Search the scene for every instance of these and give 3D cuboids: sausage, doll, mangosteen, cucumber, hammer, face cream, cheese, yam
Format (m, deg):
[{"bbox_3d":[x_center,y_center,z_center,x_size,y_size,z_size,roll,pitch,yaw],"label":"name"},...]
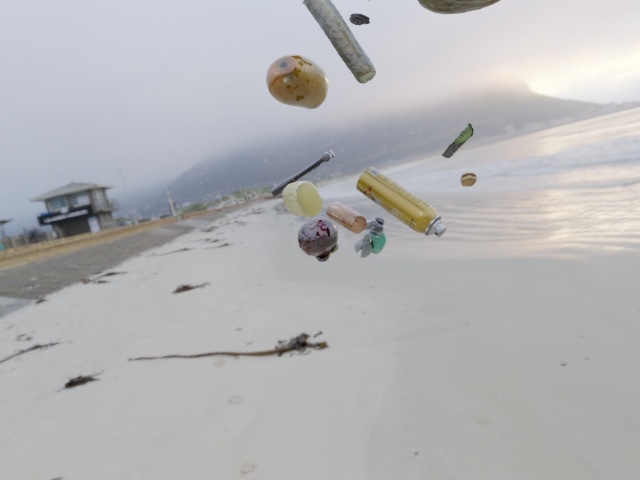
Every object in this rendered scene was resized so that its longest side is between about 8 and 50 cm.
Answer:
[{"bbox_3d":[0.109,-0.116,2.418,0.109,0.108,0.270,-16,27,-24],"label":"sausage"},{"bbox_3d":[0.262,-0.037,2.539,0.153,0.258,0.195,25,37,14],"label":"doll"},{"bbox_3d":[0.000,0.000,2.026,0.166,0.180,0.166,-25,35,19],"label":"mangosteen"},{"bbox_3d":[0.519,-0.368,1.950,0.070,0.046,0.220,-39,-7,-18],"label":"cucumber"},{"bbox_3d":[-0.068,-0.251,1.916,0.290,0.037,0.137,-32,7,20],"label":"hammer"},{"bbox_3d":[0.288,-0.126,1.788,0.349,0.104,0.105,38,31,21],"label":"face cream"},{"bbox_3d":[-0.060,-0.139,1.704,0.094,0.123,0.167,-21,11,-16],"label":"cheese"},{"bbox_3d":[0.057,-0.664,1.627,0.083,0.371,0.083,-31,-13,-8],"label":"yam"}]

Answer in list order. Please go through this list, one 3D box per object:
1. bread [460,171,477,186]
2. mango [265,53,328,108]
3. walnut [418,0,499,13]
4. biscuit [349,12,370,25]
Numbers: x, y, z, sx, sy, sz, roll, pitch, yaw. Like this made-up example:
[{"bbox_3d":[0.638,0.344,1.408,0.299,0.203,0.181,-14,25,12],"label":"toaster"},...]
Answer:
[{"bbox_3d":[0.715,-0.293,2.460,0.081,0.046,0.083,-9,-37,25],"label":"bread"},{"bbox_3d":[-0.082,-0.637,2.074,0.211,0.172,0.317,-44,-28,23],"label":"mango"},{"bbox_3d":[0.382,-0.734,1.374,0.283,0.282,0.227,-14,-37,-2],"label":"walnut"},{"bbox_3d":[0.158,-0.887,2.047,0.089,0.027,0.087,15,5,8],"label":"biscuit"}]
